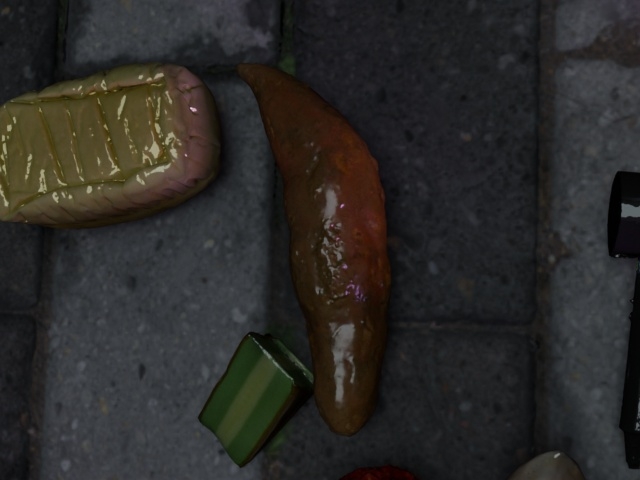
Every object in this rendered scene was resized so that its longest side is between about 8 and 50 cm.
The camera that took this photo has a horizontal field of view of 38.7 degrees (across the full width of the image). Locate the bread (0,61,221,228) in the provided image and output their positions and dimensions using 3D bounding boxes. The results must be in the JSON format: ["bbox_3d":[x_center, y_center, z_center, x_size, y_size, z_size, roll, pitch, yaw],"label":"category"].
[{"bbox_3d":[-0.211,-0.086,0.880,0.236,0.106,0.140,-11,83,15],"label":"bread"}]

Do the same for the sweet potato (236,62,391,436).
[{"bbox_3d":[0.013,-0.007,0.816,0.106,0.095,0.355,-15,82,9],"label":"sweet potato"}]

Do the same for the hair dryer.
[{"bbox_3d":[0.289,0.070,0.749,0.114,0.070,0.248,5,90,16],"label":"hair dryer"}]

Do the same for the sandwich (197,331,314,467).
[{"bbox_3d":[-0.070,0.149,0.833,0.074,0.074,0.116,44,97,16],"label":"sandwich"}]

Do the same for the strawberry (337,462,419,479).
[{"bbox_3d":[0.057,0.262,0.781,0.145,0.086,0.145,-2,83,17],"label":"strawberry"}]

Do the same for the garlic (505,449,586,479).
[{"bbox_3d":[0.173,0.323,0.720,0.112,0.143,0.318,-6,82,36],"label":"garlic"}]
